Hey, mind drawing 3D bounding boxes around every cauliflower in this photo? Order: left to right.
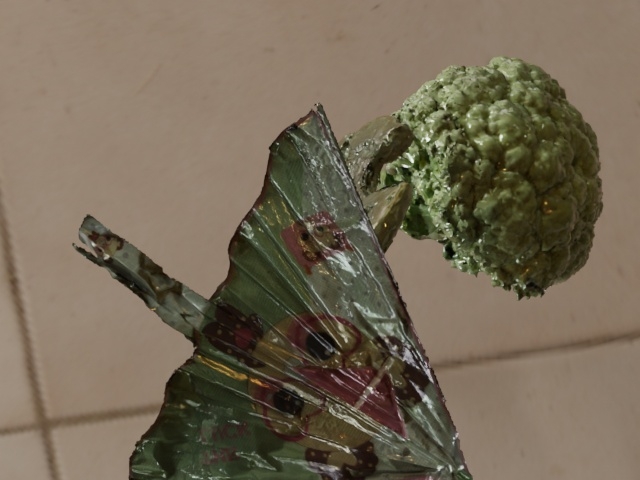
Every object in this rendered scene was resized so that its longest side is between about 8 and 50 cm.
[{"bbox_3d":[0.165,-0.055,1.672,0.250,0.272,0.275,-13,105,38],"label":"cauliflower"}]

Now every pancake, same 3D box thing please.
[{"bbox_3d":[0.000,0.000,1.359,0.037,0.253,0.253,34,103,-19],"label":"pancake"}]

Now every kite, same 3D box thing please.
[{"bbox_3d":[-0.027,0.064,0.889,0.268,0.013,0.323,30,125,8],"label":"kite"}]
